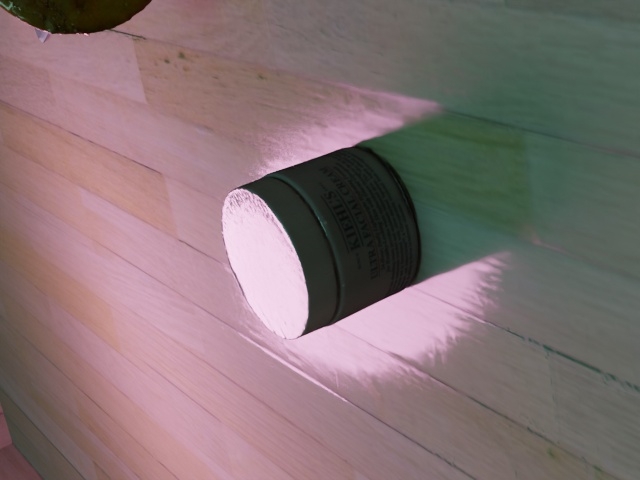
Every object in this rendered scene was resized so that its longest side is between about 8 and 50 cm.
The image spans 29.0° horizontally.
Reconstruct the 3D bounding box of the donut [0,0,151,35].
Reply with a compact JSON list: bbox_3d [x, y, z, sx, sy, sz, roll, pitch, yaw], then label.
[{"bbox_3d":[-0.298,-0.382,1.524,0.108,0.277,0.278,-178,67,-84],"label":"donut"}]

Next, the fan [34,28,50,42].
[{"bbox_3d":[-0.439,-0.382,2.055,0.282,0.023,0.057,-9,100,65],"label":"fan"}]

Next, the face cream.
[{"bbox_3d":[0.000,0.000,1.347,0.177,0.153,0.177,42,145,40],"label":"face cream"}]
